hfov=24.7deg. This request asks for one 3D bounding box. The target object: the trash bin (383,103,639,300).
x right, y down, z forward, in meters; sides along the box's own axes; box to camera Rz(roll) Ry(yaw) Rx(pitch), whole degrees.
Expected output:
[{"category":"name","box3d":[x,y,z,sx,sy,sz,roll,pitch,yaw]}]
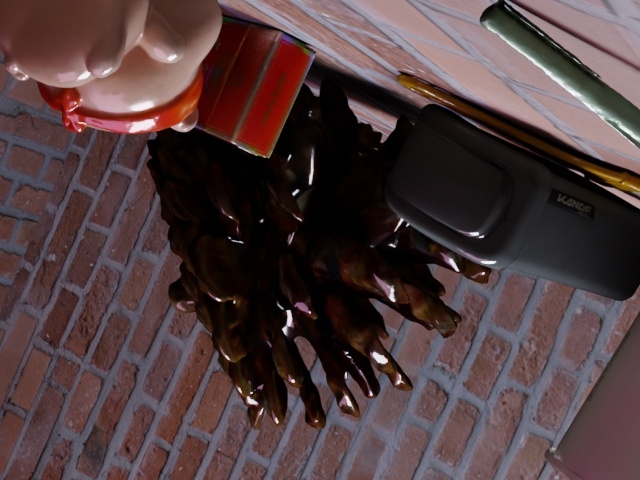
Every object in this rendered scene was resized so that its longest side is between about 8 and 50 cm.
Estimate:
[{"category":"trash bin","box3d":[0.172,-0.033,1.299,0.236,0.101,0.176,18,-169,-38]}]

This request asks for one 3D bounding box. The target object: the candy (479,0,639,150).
[{"category":"candy","box3d":[0.203,-0.031,0.775,0.335,0.093,0.092,31,-149,-27]}]

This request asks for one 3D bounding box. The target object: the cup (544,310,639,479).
[{"category":"cup","box3d":[0.367,0.136,1.299,0.253,0.274,0.253,25,-178,-1]}]

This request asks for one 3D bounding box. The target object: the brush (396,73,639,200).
[{"category":"brush","box3d":[0.186,-0.082,1.237,0.272,0.013,0.103,24,-179,-10]}]

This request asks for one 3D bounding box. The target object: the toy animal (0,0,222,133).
[{"category":"toy animal","box3d":[-0.174,-0.166,1.185,0.171,0.171,0.197,24,174,21]}]

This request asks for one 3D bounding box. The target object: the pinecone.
[{"category":"pinecone","box3d":[0.000,0.000,1.550,0.397,0.398,0.398,24,-179,-1]}]

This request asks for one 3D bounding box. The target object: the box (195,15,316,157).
[{"category":"box","box3d":[-0.086,-0.150,1.373,0.048,0.112,0.175,24,180,-34]}]
